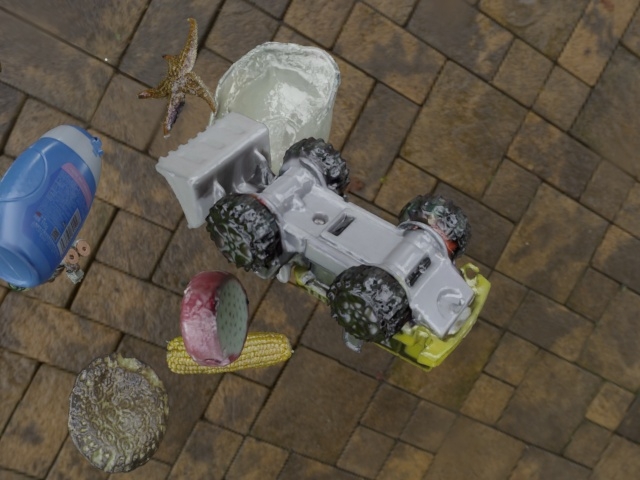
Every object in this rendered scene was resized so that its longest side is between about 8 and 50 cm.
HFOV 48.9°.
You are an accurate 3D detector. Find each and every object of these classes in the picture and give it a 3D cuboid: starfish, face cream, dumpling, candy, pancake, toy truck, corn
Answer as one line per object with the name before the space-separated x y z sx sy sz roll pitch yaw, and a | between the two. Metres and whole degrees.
starfish | -0.249 -0.288 1.265 0.057 0.238 0.213 12 107 -44
face cream | -0.393 -0.065 1.021 0.083 0.263 0.149 -1 138 17
dumpling | -0.109 -0.243 1.513 0.260 0.181 0.341 15 136 -11
candy | -0.110 0.082 0.746 0.043 0.103 0.103 -5 108 17
pancake | -0.318 0.271 1.121 0.021 0.199 0.199 -23 116 33
toy truck | 0.000 0.000 0.591 0.136 0.286 0.111 -44 157 -37
corn | -0.222 0.273 1.721 0.313 0.102 0.101 -5 106 2

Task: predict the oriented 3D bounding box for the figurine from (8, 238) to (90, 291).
figurine | -0.471 0.041 1.218 0.147 0.197 0.093 -38 121 -48

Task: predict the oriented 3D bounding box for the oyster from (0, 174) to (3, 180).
oyster | -0.584 -0.064 1.334 0.053 0.108 0.166 -33 144 25

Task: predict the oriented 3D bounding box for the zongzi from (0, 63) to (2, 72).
zongzi | -0.428 -0.284 0.878 0.204 0.205 0.094 52 53 -44
